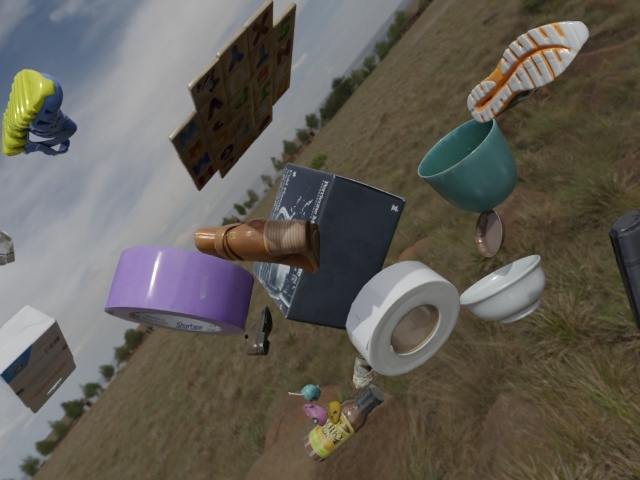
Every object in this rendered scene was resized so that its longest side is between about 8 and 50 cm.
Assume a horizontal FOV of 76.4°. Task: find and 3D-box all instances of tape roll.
[{"bbox_3d":[0.209,0.196,1.019,0.286,0.286,0.100,-50,40,3],"label":"tape roll"},{"bbox_3d":[-0.193,0.078,0.574,0.189,0.189,0.080,-31,47,59],"label":"tape roll"}]

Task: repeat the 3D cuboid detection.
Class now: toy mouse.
[{"bbox_3d":[-0.008,0.382,0.958,0.031,0.143,0.161,-56,7,11],"label":"toy mouse"}]

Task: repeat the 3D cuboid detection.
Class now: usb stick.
[{"bbox_3d":[0.602,0.066,0.759,0.077,0.278,0.045,-36,25,-4],"label":"usb stick"}]

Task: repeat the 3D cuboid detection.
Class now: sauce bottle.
[{"bbox_3d":[0.085,0.647,1.453,0.344,0.111,0.111,-49,12,14],"label":"sauce bottle"}]

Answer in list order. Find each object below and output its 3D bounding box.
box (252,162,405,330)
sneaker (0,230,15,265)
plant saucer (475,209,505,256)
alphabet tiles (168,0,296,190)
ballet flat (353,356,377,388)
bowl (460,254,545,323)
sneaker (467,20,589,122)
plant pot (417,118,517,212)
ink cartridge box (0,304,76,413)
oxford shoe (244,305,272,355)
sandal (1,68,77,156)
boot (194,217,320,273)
[{"bbox_3d":[0.000,0.000,1.485,0.472,0.297,0.480,31,105,62],"label":"box"},{"bbox_3d":[-0.766,0.018,0.922,0.094,0.091,0.258,-11,7,-29],"label":"sneaker"},{"bbox_3d":[0.591,-0.026,1.408,0.168,0.029,0.169,180,90,-82],"label":"plant saucer"},{"bbox_3d":[-0.135,-0.226,0.691,0.285,0.011,0.342,-54,-1,-13],"label":"alphabet tiles"},{"bbox_3d":[0.155,0.366,1.249,0.241,0.077,0.091,-55,27,26],"label":"ballet flat"},{"bbox_3d":[0.621,0.181,1.345,0.298,0.134,0.298,-32,-6,-4],"label":"bowl"},{"bbox_3d":[0.333,-0.274,0.657,0.083,0.084,0.215,-24,-2,-22],"label":"sneaker"},{"bbox_3d":[0.526,-0.238,1.400,0.293,0.235,0.293,-40,19,17],"label":"plant pot"},{"bbox_3d":[-0.487,0.205,0.683,0.180,0.060,0.104,111,-175,-46],"label":"ink cartridge box"},{"bbox_3d":[-0.230,0.323,1.484,0.096,0.083,0.227,-10,30,10],"label":"oxford shoe"},{"bbox_3d":[-0.630,-0.278,0.930,0.317,0.138,0.126,-13,78,46],"label":"sandal"},{"bbox_3d":[-0.116,0.018,0.862,0.283,0.220,0.109,36,-128,-80],"label":"boot"}]
